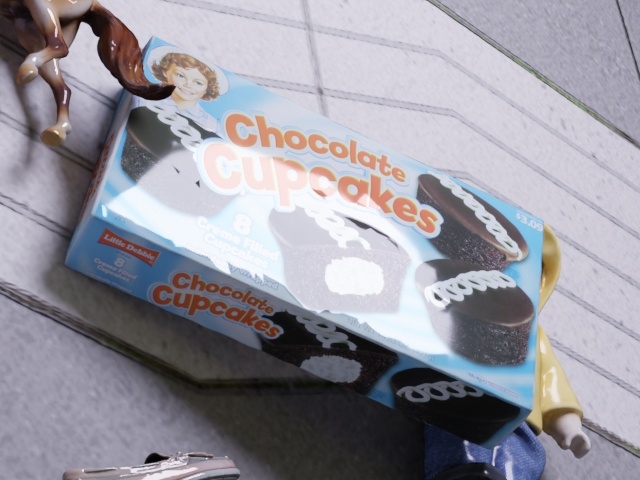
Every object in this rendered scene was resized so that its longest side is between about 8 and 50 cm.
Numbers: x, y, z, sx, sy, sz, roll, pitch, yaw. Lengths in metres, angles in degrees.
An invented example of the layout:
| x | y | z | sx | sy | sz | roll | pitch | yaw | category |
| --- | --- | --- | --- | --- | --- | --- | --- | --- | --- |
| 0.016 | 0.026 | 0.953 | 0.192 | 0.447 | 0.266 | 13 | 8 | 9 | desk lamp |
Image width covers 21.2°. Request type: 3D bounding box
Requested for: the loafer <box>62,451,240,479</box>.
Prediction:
| x | y | z | sx | sy | sz | roll | pitch | yaw | category |
| --- | --- | --- | --- | --- | --- | --- | --- | --- | --- |
| -0.100 | 0.142 | 1.029 | 0.125 | 0.045 | 0.039 | -10 | 63 | -48 | loafer |

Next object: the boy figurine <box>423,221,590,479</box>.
| x | y | z | sx | sy | sz | roll | pitch | yaw | category |
| --- | --- | --- | --- | --- | --- | --- | --- | --- | --- |
| 0.138 | 0.101 | 1.289 | 0.177 | 0.092 | 0.285 | 34 | 43 | -20 | boy figurine |

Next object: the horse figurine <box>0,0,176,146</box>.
| x | y | z | sx | sy | sz | roll | pitch | yaw | category |
| --- | --- | --- | --- | --- | --- | --- | --- | --- | --- |
| -0.218 | -0.166 | 1.116 | 0.263 | 0.066 | 0.174 | 28 | 39 | -21 | horse figurine |

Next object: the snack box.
| x | y | z | sx | sy | sz | roll | pitch | yaw | category |
| --- | --- | --- | --- | --- | --- | --- | --- | --- | --- |
| 0.000 | 0.000 | 1.175 | 0.322 | 0.060 | 0.187 | 24 | 43 | -13 | snack box |
